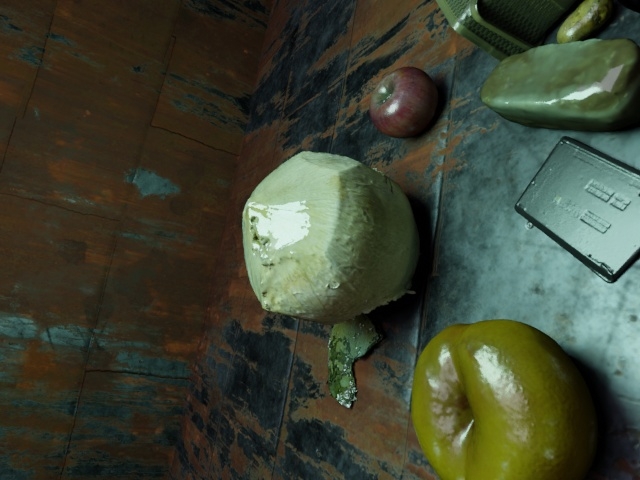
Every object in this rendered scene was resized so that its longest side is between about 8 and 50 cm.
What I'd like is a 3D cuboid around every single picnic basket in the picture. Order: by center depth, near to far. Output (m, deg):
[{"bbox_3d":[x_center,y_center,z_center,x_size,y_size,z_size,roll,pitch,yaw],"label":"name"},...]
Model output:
[{"bbox_3d":[0.303,-0.453,0.745,0.139,0.165,0.267,-48,37,41],"label":"picnic basket"}]

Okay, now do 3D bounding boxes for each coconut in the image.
[{"bbox_3d":[0.000,0.000,0.859,0.346,0.360,0.347,-37,44,46],"label":"coconut"}]

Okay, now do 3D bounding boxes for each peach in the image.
[{"bbox_3d":[0.227,0.226,0.559,0.251,0.153,0.251,-49,30,42],"label":"peach"}]

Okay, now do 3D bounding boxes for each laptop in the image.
[{"bbox_3d":[0.366,-0.051,0.583,0.135,0.016,0.197,-62,30,24],"label":"laptop"}]

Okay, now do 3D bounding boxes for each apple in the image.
[{"bbox_3d":[0.186,-0.300,0.930,0.153,0.119,0.154,-34,46,43],"label":"apple"}]

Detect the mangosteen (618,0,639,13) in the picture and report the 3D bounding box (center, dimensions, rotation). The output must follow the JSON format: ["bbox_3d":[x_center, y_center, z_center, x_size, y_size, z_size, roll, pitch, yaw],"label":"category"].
[{"bbox_3d":[0.428,-0.363,0.458,0.216,0.216,0.216,-36,46,49],"label":"mangosteen"}]

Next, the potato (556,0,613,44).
[{"bbox_3d":[0.400,-0.332,0.638,0.083,0.040,0.051,-47,26,39],"label":"potato"}]

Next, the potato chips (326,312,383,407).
[{"bbox_3d":[0.067,0.254,0.964,0.202,0.029,0.220,18,89,63],"label":"potato chips"}]

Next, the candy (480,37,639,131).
[{"bbox_3d":[0.348,-0.218,0.606,0.234,0.104,0.102,42,114,59],"label":"candy"}]
